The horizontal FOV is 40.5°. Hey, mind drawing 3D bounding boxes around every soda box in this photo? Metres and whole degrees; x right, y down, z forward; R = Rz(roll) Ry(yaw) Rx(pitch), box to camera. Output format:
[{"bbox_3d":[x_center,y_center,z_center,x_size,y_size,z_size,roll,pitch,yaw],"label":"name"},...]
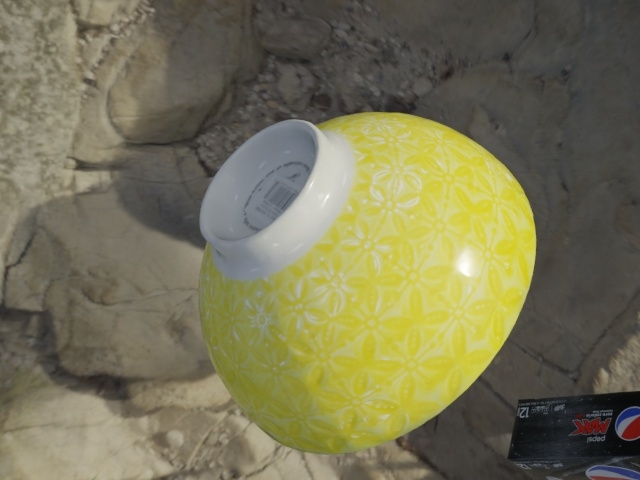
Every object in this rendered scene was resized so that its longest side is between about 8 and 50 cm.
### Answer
[{"bbox_3d":[0.237,0.160,0.698,0.053,0.060,0.169,36,147,-28],"label":"soda box"}]

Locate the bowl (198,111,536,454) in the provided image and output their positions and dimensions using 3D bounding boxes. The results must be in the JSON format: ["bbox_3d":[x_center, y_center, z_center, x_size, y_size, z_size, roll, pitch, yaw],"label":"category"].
[{"bbox_3d":[0.000,0.000,0.667,0.289,0.289,0.156,-39,128,11],"label":"bowl"}]
